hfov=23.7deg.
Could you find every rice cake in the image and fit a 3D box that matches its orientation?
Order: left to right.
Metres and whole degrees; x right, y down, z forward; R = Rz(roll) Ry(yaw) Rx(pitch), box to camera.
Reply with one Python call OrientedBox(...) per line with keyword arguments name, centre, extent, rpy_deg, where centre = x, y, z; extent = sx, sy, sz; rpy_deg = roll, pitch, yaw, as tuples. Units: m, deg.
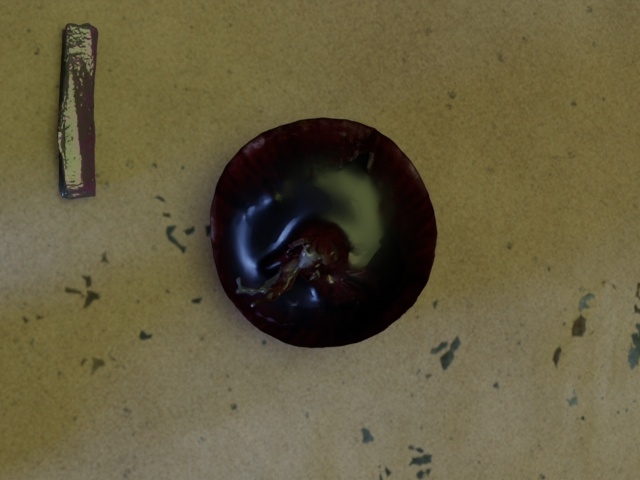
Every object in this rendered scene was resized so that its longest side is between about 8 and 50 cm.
OrientedBox(name="rice cake", centre=(-0.278, -0.148, 1.750), extent=(0.047, 0.036, 0.207), rpy_deg=(3, 82, -14))

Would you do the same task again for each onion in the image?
OrientedBox(name="onion", centre=(0.000, 0.000, 1.731), extent=(0.273, 0.285, 0.273), rpy_deg=(1, 104, 5))
